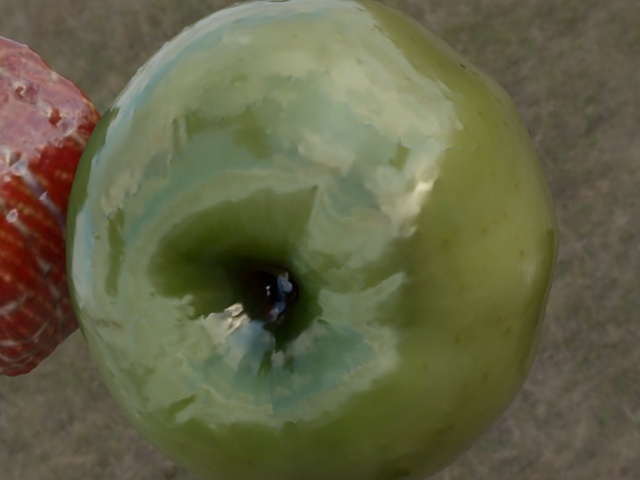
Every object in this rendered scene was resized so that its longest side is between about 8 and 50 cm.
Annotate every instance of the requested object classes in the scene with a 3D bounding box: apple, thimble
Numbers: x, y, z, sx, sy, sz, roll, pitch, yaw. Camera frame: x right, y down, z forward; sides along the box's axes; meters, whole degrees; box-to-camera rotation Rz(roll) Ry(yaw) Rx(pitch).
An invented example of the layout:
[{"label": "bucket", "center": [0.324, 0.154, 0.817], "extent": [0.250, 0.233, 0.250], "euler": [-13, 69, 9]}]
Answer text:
[{"label": "apple", "center": [0.000, 0.000, 1.294], "extent": [0.473, 0.473, 0.473], "euler": [-31, 25, 17]}, {"label": "thimble", "center": [-0.370, -0.037, 1.472], "extent": [0.350, 0.350, 0.230], "euler": [-11, 32, 46]}]
